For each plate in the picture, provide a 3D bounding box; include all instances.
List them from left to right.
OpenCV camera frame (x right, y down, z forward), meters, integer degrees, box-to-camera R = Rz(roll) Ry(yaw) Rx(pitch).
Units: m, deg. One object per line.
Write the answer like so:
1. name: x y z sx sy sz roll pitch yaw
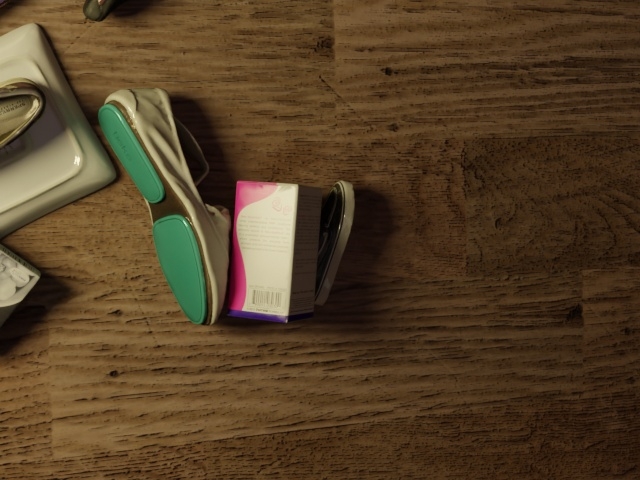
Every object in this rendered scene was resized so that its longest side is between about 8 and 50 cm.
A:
1. plate: -0.491 -0.155 1.620 0.278 0.045 0.277 -29 103 -16

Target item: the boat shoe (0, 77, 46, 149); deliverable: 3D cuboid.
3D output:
1. boat shoe: -0.526 -0.150 1.533 0.285 0.092 0.103 -30 104 -15

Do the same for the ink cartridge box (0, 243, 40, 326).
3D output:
1. ink cartridge box: -0.566 0.072 1.585 0.206 0.045 0.208 38 92 -18

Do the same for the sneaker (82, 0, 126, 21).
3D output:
1. sneaker: -0.235 -0.421 1.670 0.162 0.106 0.281 40 79 -21

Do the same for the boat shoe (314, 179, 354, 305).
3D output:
1. boat shoe: 0.000 0.000 1.795 0.070 0.078 0.219 16 89 -22

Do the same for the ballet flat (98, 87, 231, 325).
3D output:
1. ballet flat: -0.216 -0.063 1.694 0.139 0.139 0.400 -26 101 -17

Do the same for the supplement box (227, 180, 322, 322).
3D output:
1. supplement box: -0.073 0.016 1.729 0.111 0.114 0.220 6 93 22

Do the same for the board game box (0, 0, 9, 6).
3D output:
1. board game box: -0.556 -0.403 1.579 0.141 0.048 0.170 -38 105 -13
